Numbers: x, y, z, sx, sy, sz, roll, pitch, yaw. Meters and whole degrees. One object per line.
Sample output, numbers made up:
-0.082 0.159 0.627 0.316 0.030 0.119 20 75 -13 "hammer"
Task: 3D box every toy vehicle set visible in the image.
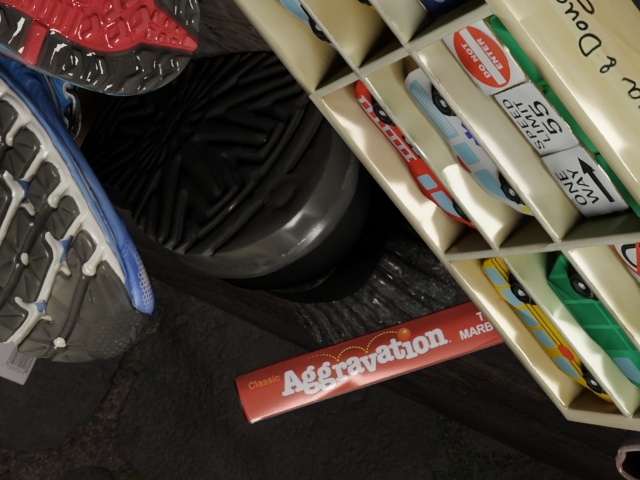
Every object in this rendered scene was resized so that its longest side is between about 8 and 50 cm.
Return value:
0.062 -0.041 0.447 0.267 0.035 0.166 51 163 -9 "toy vehicle set"

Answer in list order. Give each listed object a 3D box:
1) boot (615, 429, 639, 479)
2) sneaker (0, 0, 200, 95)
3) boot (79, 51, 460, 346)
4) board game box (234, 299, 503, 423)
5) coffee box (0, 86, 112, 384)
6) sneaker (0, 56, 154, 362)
0.195 0.077 0.725 0.248 0.090 0.207 4 -164 29 "boot"
-0.197 -0.146 0.654 0.262 0.104 0.125 29 172 -29 "sneaker"
0.002 -0.004 0.849 0.260 0.131 0.348 36 177 -27 "boot"
0.091 0.043 0.681 0.281 0.027 0.145 -17 172 -6 "board game box"
-0.266 -0.024 1.063 0.141 0.246 0.098 21 169 14 "coffee box"
-0.184 -0.073 0.770 0.147 0.130 0.330 -6 -125 -52 "sneaker"
